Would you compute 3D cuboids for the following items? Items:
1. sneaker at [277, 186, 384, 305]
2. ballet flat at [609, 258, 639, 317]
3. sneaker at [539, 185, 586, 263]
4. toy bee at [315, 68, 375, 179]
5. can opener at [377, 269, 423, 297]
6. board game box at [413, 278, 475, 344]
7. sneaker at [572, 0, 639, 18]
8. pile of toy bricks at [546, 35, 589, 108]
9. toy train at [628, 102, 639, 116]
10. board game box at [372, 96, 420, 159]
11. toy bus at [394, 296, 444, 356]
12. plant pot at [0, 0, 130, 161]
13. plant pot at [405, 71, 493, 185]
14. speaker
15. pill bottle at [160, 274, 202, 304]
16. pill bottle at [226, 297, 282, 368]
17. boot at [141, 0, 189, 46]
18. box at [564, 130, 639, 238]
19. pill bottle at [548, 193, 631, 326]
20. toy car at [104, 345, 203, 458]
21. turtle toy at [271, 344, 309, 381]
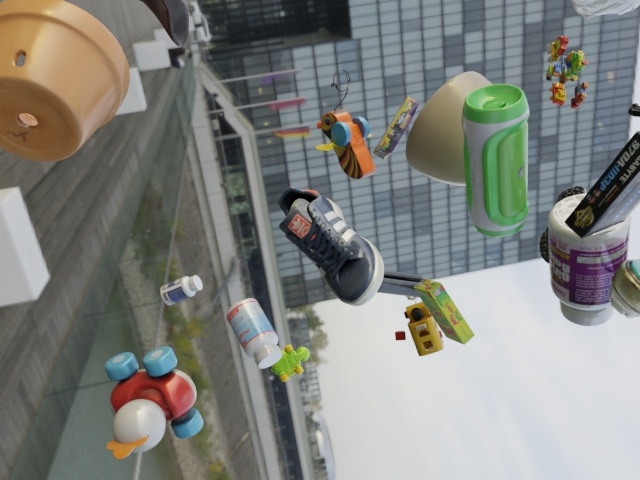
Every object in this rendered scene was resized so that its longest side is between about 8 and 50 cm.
[{"bbox_3d":[0.000,0.000,1.154,0.148,0.131,0.350,29,13,-34],"label":"sneaker"},{"bbox_3d":[0.640,0.099,1.140,0.123,0.348,0.123,4,-83,39],"label":"ballet flat"},{"bbox_3d":[0.734,-0.021,1.653,0.124,0.283,0.107,48,-31,-23],"label":"sneaker"},{"bbox_3d":[0.068,-0.325,1.691,0.162,0.195,0.299,-5,-97,55],"label":"toy bee"},{"bbox_3d":[0.174,0.094,1.573,0.076,0.283,0.095,-111,-145,-53],"label":"can opener"},{"bbox_3d":[0.332,0.190,1.537,0.181,0.043,0.092,55,-14,-14],"label":"board game box"},{"bbox_3d":[0.727,-0.605,1.295,0.152,0.304,0.114,28,54,-53],"label":"sneaker"},{"bbox_3d":[0.722,-0.489,1.633,0.105,0.117,0.213,125,-24,-65],"label":"pile of toy bricks"},{"bbox_3d":[0.812,-0.303,1.354,0.158,0.036,0.027,20,-24,48],"label":"toy train"},{"bbox_3d":[0.228,-0.336,1.727,0.170,0.048,0.141,-59,-177,-1],"label":"board game box"},{"bbox_3d":[0.344,0.288,1.923,0.191,0.202,0.104,-67,169,9],"label":"toy bus"},{"bbox_3d":[-0.542,-0.295,1.121,0.291,0.290,0.204,86,1,-49],"label":"plant pot"},{"bbox_3d":[0.380,-0.244,1.422,0.191,0.284,0.284,46,-23,29],"label":"plant pot"},{"bbox_3d":[0.353,-0.153,1.145,0.131,0.131,0.297,-109,-178,-53],"label":"speaker"},{"bbox_3d":[-0.431,0.152,1.776,0.067,0.120,0.067,59,17,-30],"label":"pill bottle"},{"bbox_3d":[-0.158,0.226,1.384,0.160,0.087,0.087,55,-18,29],"label":"pill bottle"},{"bbox_3d":[-0.222,-0.295,0.695,0.106,0.114,0.037,84,30,-54],"label":"boot"},{"bbox_3d":[0.579,-0.112,1.069,0.051,0.175,0.220,51,-43,29],"label":"box"},{"bbox_3d":[0.625,0.055,1.337,0.169,0.169,0.302,-109,-179,-54],"label":"pill bottle"},{"bbox_3d":[-0.414,0.399,1.288,0.238,0.210,0.219,-60,136,-65],"label":"toy car"},{"bbox_3d":[-0.091,0.364,1.729,0.095,0.130,0.066,64,-13,6],"label":"turtle toy"}]
